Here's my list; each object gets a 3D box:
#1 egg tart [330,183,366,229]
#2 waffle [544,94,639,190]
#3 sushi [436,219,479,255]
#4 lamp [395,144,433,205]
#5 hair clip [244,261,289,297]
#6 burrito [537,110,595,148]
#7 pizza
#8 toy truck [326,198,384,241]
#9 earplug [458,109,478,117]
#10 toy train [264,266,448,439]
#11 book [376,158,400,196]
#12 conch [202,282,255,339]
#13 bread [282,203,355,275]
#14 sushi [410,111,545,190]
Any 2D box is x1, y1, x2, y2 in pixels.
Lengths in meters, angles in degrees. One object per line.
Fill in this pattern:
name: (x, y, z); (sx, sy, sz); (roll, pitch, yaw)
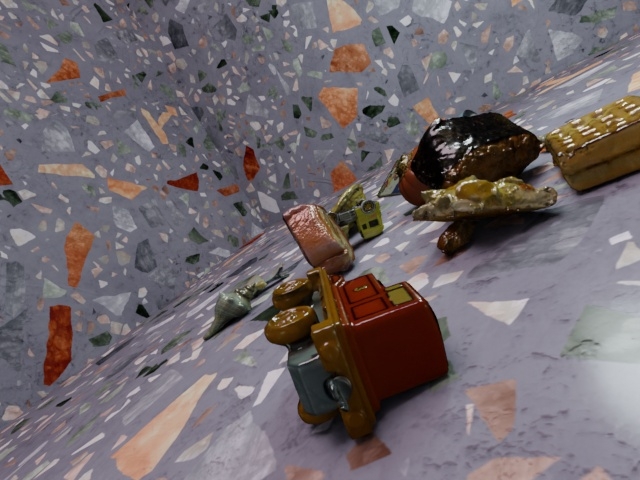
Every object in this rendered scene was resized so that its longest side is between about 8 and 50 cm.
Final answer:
egg tart: (0.111, -0.105, 1.684); (0.279, 0.095, 0.279); (-51, -14, -18)
waffle: (0.627, -0.223, 0.908); (0.224, 0.098, 0.328); (-24, 10, 29)
sushi: (0.307, -0.008, 0.919); (0.118, 0.061, 0.060); (-52, 34, -12)
lamp: (0.356, -0.226, 1.412); (0.223, 0.197, 0.223); (-158, 90, -90)
hair clip: (-0.227, 0.168, 1.603); (0.218, 0.071, 0.159); (-35, 12, 2)
burrito: (0.688, -0.296, 1.151); (0.063, 0.058, 0.229); (-17, -2, -11)
pizza: (0.330, -0.088, 0.919); (0.223, 0.089, 0.323); (0, -3, -24)
toy truck: (0.087, -0.040, 1.446); (0.272, 0.157, 0.124); (-19, 7, -1)
earplug: (0.570, -0.424, 1.873); (0.185, 0.185, 0.324); (-40, 7, -41)
toy train: (0.047, 0.144, 0.647); (0.232, 0.163, 0.369); (-18, 10, 0)
book: (0.386, -0.314, 1.982); (0.228, 0.018, 0.322); (-60, 14, -6)
conch: (-0.319, 0.228, 1.448); (0.234, 0.114, 0.137); (-35, -4, 9)
bread: (0.006, 0.004, 1.273); (0.123, 0.244, 0.190); (-36, -27, 13)
sushi: (0.424, -0.211, 1.133); (0.349, 0.234, 0.207); (-18, 48, -20)
